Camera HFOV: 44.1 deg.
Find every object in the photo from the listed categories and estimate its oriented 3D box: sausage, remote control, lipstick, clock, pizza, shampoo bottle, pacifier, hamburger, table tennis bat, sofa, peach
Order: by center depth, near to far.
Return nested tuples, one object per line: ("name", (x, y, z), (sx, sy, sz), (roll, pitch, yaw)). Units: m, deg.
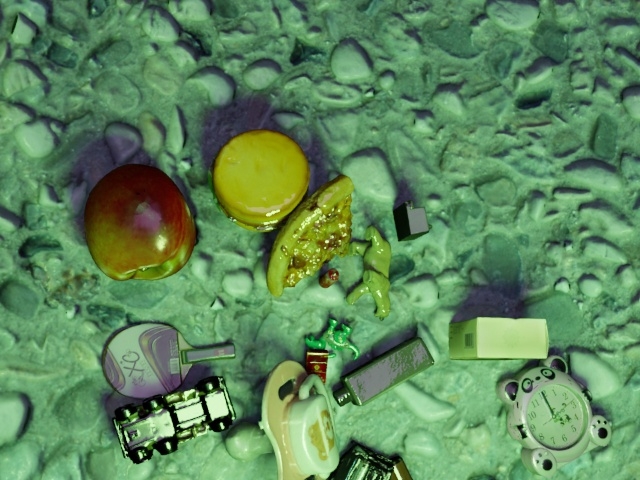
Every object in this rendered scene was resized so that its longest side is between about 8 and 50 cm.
("pacifier", (-0.072, 0.430, 1.734), (0.273, 0.220, 0.332), (-15, 96, -11))
("remote control", (0.035, 0.659, 1.778), (0.145, 0.062, 0.398), (25, 80, 12))
("peach", (-0.404, -0.054, 1.780), (0.249, 0.245, 0.274), (-6, 69, -39))
("table tennis bat", (-0.347, 0.273, 1.817), (0.301, 0.022, 0.173), (-5, 83, -8))
("pizza", (0.000, 0.000, 1.828), (0.226, 0.086, 0.335), (17, 112, -46))
("lipstick", (0.243, 0.673, 1.834), (0.057, 0.057, 0.356), (-26, 86, -12))
("hamburger", (-0.138, -0.134, 1.841), (0.246, 0.170, 0.246), (1, 70, -2))
("sausage", (0.021, 0.088, 1.851), (0.034, 0.129, 0.034), (2, 79, -9))
("shampoo bottle", (0.143, 0.316, 1.861), (0.246, 0.080, 0.079), (-27, 85, -12))
("sofa", (0.222, -0.049, 1.898), (0.060, 0.147, 0.085), (-10, 83, -8))
("clock", (0.555, 0.420, 1.912), (0.228, 0.090, 0.247), (-25, 84, -13))

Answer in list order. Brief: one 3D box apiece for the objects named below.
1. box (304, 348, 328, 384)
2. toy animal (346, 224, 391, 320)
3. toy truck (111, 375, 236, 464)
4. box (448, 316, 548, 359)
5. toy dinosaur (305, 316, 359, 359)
("box", (-0.011, 0.297, 1.851), (0.052, 0.023, 0.082), (3, 107, -10))
("toy animal", (0.131, 0.080, 1.901), (0.101, 0.103, 0.218), (10, 74, -32))
("toy truck", (-0.323, 0.389, 1.750), (0.257, 0.127, 0.127), (-18, 92, -12))
("box", (0.412, 0.234, 1.853), (0.168, 0.212, 0.095), (0, 80, -8))
("toy dinosaur", (0.035, 0.240, 1.873), (0.132, 0.059, 0.096), (28, 90, 1))
